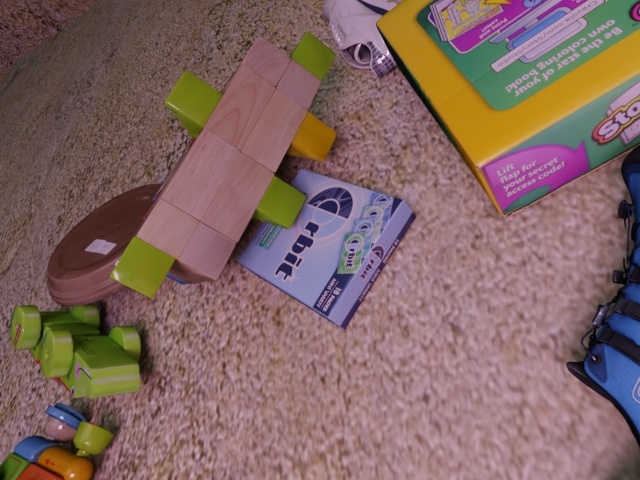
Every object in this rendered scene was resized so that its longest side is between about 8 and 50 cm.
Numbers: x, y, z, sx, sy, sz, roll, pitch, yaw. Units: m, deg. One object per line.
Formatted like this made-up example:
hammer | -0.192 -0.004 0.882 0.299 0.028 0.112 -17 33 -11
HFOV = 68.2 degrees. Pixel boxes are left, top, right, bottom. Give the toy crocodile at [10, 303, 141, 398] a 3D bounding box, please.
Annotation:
toy crocodile | -0.365 0.163 0.696 0.341 0.115 0.105 12 95 42

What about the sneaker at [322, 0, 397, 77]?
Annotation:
sneaker | 0.056 -0.333 0.749 0.094 0.090 0.235 -51 43 9

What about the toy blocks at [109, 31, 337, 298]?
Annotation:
toy blocks | -0.150 -0.087 0.656 0.261 0.191 0.381 -15 47 62

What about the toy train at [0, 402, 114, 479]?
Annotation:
toy train | -0.306 0.291 0.580 0.248 0.105 0.143 -2 46 35

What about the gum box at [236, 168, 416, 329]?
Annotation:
gum box | 0.000 0.000 0.585 0.184 0.041 0.156 25 78 44

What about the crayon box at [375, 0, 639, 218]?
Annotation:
crayon box | 0.277 -0.243 0.504 0.363 0.106 0.313 -31 48 16

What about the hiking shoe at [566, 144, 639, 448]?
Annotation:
hiking shoe | 0.234 0.056 0.322 0.132 0.113 0.303 -13 54 29

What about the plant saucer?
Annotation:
plant saucer | -0.340 -0.008 0.792 0.278 0.041 0.277 -17 38 14
